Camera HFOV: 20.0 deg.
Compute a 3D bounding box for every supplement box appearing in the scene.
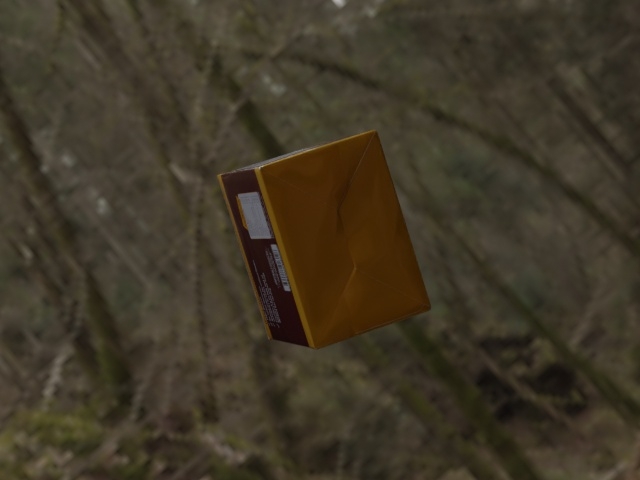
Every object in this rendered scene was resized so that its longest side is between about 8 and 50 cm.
[{"bbox_3d":[0.000,0.000,1.874,0.129,0.191,0.194,-19,5,-15],"label":"supplement box"}]
